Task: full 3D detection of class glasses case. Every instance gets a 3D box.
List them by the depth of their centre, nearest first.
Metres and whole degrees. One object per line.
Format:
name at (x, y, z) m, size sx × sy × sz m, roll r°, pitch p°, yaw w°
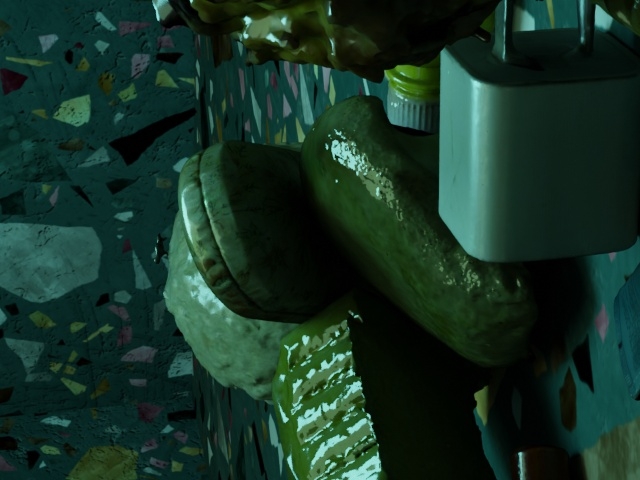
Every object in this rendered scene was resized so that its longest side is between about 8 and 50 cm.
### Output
glasses case at (0.000, 0.000, 1.736) m, size 0.425 × 0.098 × 0.156 m, roll 9°, pitch -120°, yaw -64°

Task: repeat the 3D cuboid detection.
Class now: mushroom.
mushroom at (0.091, -0.004, 1.549) m, size 0.292 × 0.212 × 0.217 m, roll 129°, pitch 144°, yaw -66°

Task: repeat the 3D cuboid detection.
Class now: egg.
egg at (-0.041, 0.037, 2.083) m, size 0.279 × 0.279 × 0.310 m, roll 120°, pitch 145°, yaw -72°

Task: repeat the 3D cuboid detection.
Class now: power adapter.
power adapter at (0.155, -0.103, 1.308) m, size 0.125 × 0.130 × 0.205 m, roll -118°, pitch 26°, yaw -65°

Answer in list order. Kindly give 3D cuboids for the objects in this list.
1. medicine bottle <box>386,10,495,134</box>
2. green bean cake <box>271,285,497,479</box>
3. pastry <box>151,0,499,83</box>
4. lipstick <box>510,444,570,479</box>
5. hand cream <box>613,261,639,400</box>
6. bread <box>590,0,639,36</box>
medicine bottle at (0.094, -0.198, 1.605) m, size 0.122 × 0.122 × 0.212 m, roll -112°, pitch 20°, yaw -57°
green bean cake at (0.071, 0.187, 1.635) m, size 0.124 × 0.233 × 0.236 m, roll -35°, pitch 47°, yaw 25°
pastry at (0.064, -0.280, 1.139) m, size 0.405 × 0.292 × 0.337 m, roll -54°, pitch 24°, yaw -17°
lipstick at (0.186, 0.311, 1.477) m, size 0.081 × 0.081 × 0.300 m, roll 117°, pitch 152°, yaw -71°
hand cream at (0.228, 0.042, 1.250) m, size 0.224 × 0.048 × 0.083 m, roll 97°, pitch 166°, yaw -71°
bread at (0.230, -0.133, 1.051) m, size 0.077 × 0.084 × 0.367 m, roll 42°, pitch -173°, yaw -21°
